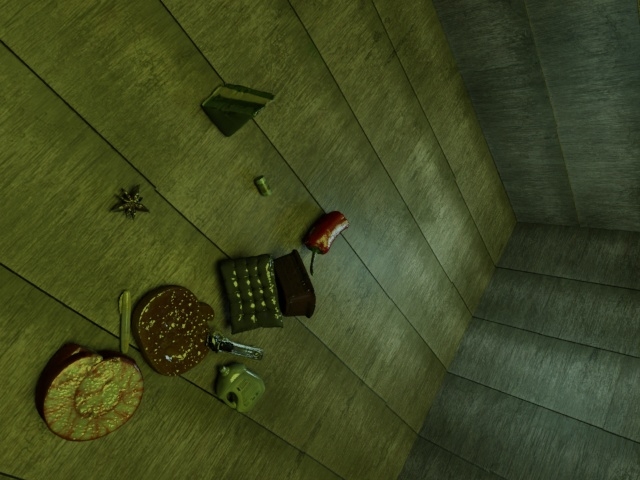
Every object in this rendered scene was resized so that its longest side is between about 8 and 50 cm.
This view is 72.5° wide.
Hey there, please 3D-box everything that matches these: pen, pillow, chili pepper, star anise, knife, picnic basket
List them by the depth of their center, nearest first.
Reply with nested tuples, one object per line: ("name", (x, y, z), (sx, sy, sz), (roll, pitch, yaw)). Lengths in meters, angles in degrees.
("star anise", (-0.670, -0.124, 1.518), (0.129, 0.056, 0.124), (-29, 117, -37))
("pen", (-0.707, 0.294, 1.570), (0.040, 0.032, 0.233), (4, 95, -21))
("pillow", (-0.292, 0.226, 1.831), (0.228, 0.101, 0.326), (-8, 105, 0))
("knife", (-0.354, 0.468, 1.890), (0.365, 0.043, 0.089), (38, 68, -51))
("picnic basket", (-0.132, 0.200, 1.924), (0.129, 0.296, 0.222), (-11, 143, -22))
("chili pepper", (-0.004, -0.003, 2.114), (0.338, 0.135, 0.131), (-50, 137, -27))

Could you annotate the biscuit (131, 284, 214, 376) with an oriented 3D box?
("biscuit", (-0.557, 0.340, 1.699), (0.314, 0.063, 0.367), (-34, 120, -40))

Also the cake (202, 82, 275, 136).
("cake", (-0.284, -0.486, 1.688), (0.158, 0.284, 0.172), (-55, 145, -22))

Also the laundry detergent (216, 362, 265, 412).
("laundry detergent", (-0.364, 0.630, 1.909), (0.181, 0.091, 0.253), (-48, 126, -20))

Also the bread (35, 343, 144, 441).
("bread", (-0.776, 0.518, 1.482), (0.328, 0.114, 0.295), (30, 76, -43))

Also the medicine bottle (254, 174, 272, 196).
("medicine bottle", (-0.250, -0.238, 1.906), (0.047, 0.047, 0.083), (-45, 125, -29))
